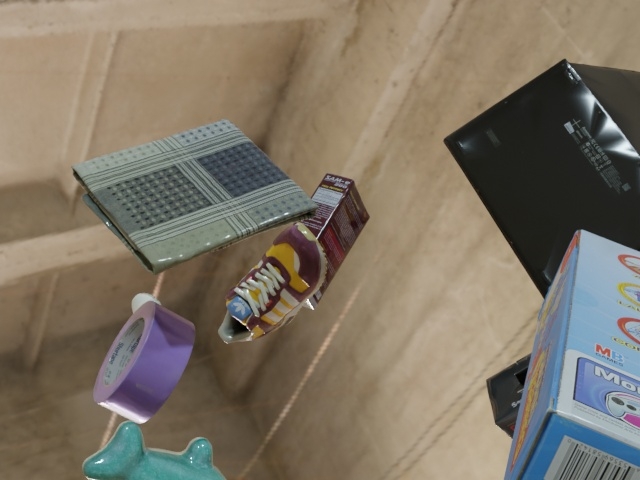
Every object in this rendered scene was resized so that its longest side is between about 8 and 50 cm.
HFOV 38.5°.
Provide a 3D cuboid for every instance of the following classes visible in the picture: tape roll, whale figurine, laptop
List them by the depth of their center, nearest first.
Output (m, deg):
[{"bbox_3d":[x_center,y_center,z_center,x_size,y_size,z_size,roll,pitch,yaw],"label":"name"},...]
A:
[{"bbox_3d":[-0.239,0.396,1.403,0.216,0.141,0.272,-44,-54,-15],"label":"whale figurine"},{"bbox_3d":[-0.291,0.199,1.510,0.080,0.189,0.189,32,-60,-20],"label":"tape roll"},{"bbox_3d":[0.510,-0.111,1.648,0.408,0.382,0.236,-33,-30,10],"label":"laptop"}]

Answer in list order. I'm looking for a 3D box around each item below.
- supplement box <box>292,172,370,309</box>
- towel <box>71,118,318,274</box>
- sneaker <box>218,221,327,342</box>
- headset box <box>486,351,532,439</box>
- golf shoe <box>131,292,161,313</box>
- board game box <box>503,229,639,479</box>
[{"bbox_3d":[0.000,0.000,1.812,0.239,0.073,0.130,-57,-34,-23],"label":"supplement box"},{"bbox_3d":[-0.214,-0.077,1.532,0.324,0.312,0.056,-21,-43,-29],"label":"towel"},{"bbox_3d":[-0.057,0.056,1.004,0.084,0.069,0.185,-26,-25,-36],"label":"sneaker"},{"bbox_3d":[0.438,0.282,1.550,0.218,0.110,0.293,-35,-61,23],"label":"headset box"},{"bbox_3d":[-0.358,0.163,1.834,0.086,0.176,0.069,9,-61,-37],"label":"golf shoe"},{"bbox_3d":[0.275,0.127,0.544,0.302,0.308,0.086,-43,-26,-66],"label":"board game box"}]
